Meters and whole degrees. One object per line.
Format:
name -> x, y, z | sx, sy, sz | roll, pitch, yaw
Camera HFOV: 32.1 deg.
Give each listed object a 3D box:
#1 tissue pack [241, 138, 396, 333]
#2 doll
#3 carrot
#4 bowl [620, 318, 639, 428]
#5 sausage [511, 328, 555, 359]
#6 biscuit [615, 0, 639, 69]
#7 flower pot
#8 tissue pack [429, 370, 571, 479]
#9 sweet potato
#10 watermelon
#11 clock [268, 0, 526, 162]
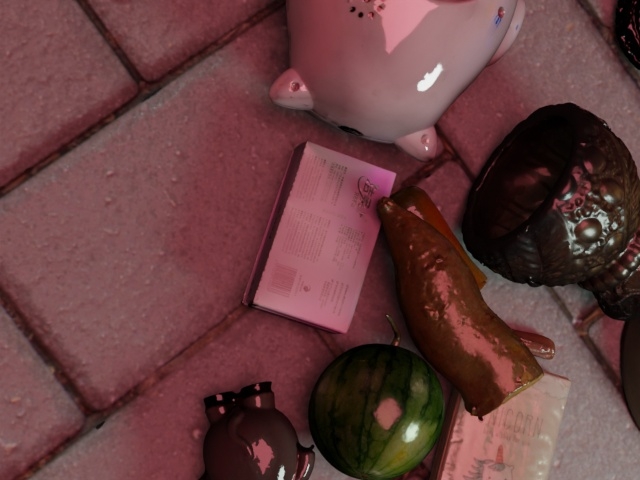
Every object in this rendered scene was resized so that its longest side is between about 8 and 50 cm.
tissue pack -> 0.000, 0.000, 1.593 | 0.149, 0.092, 0.246 | 20, 80, -11
doll -> -0.090, 0.330, 1.526 | 0.182, 0.117, 0.257 | -16, 85, 6
carrot -> 0.164, 0.010, 1.640 | 0.087, 0.087, 0.193 | -36, 97, -14
bowl -> 0.657, 0.188, 1.691 | 0.354, 0.185, 0.353 | 1, 84, -14
sausage -> 0.288, 0.151, 1.683 | 0.147, 0.035, 0.030 | 13, 50, -13
biscuit -> 0.565, -0.351, 1.787 | 0.195, 0.053, 0.194 | 1, 85, -14
flower pot -> 0.385, -0.026, 1.622 | 0.267, 0.266, 0.266 | 33, 78, -20
tissue pack -> 0.251, 0.337, 1.635 | 0.170, 0.071, 0.325 | 17, 81, -8
sweet potato -> 0.168, 0.089, 1.562 | 0.131, 0.131, 0.336 | -35, 87, -14
watermelon -> 0.081, 0.227, 1.548 | 0.188, 0.188, 0.214 | 22, 61, -11
clock -> 0.107, -0.329, 1.570 | 0.368, 0.250, 0.376 | 21, 80, -11
